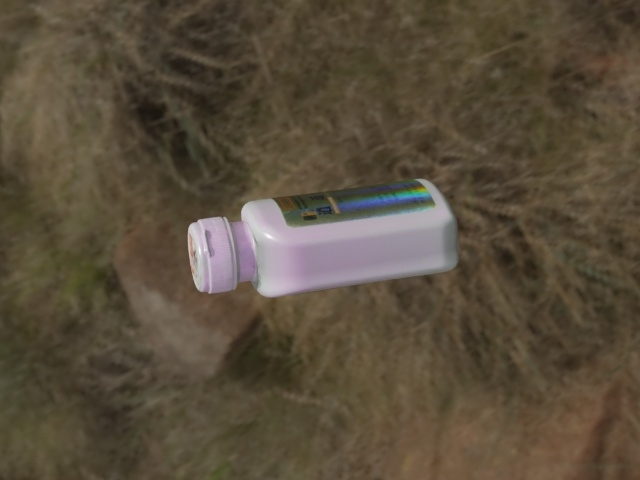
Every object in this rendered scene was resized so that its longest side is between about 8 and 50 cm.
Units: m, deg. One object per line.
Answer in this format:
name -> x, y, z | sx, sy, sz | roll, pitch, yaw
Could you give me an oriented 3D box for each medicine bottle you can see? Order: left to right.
medicine bottle -> 0.000, 0.000, 1.349 | 0.115, 0.219, 0.078 | -127, 32, -66
